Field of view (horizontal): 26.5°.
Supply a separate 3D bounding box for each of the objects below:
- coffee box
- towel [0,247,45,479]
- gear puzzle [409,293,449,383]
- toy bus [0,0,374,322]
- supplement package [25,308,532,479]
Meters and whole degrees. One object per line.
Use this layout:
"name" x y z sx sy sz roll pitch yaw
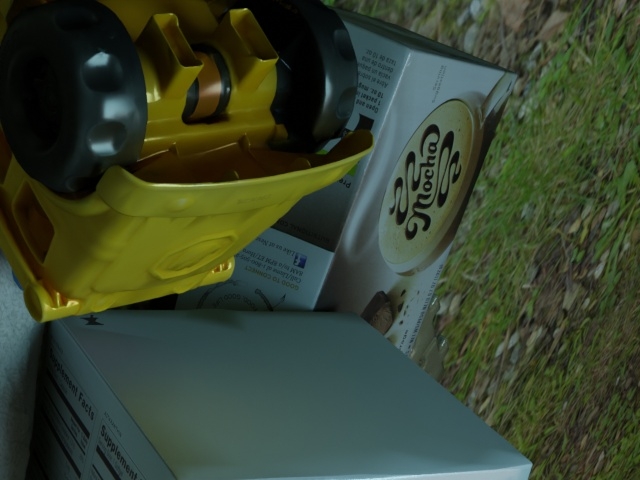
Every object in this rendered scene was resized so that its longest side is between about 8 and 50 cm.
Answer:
"coffee box" 0.000 0.000 0.914 0.168 0.119 0.297 0 114 -59
"towel" -0.202 0.108 0.624 0.187 0.049 0.282 47 43 -61
"gear puzzle" 0.047 0.135 1.194 0.175 0.044 0.339 -54 153 -20
"toy bus" -0.111 -0.069 0.643 0.149 0.220 0.211 -13 156 -40
"supplement package" -0.046 0.194 0.745 0.199 0.198 0.262 2 110 -29
